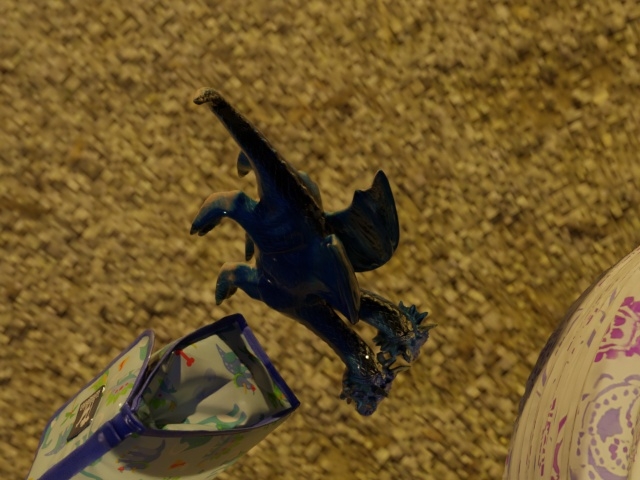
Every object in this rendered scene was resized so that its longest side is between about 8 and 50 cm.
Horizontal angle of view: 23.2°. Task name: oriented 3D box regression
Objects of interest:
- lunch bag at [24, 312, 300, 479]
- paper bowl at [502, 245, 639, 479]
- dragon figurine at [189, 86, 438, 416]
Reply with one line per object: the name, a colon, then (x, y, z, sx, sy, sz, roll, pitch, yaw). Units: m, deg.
lunch bag: (-0.112, 0.121, 0.996, 0.129, 0.151, 0.096, -41, 80, 32)
paper bowl: (0.215, 0.120, 0.674, 0.284, 0.148, 0.284, 3, 79, -14)
dragon figurine: (0.000, 0.000, 1.018, 0.144, 0.289, 0.085, 17, 52, 21)
